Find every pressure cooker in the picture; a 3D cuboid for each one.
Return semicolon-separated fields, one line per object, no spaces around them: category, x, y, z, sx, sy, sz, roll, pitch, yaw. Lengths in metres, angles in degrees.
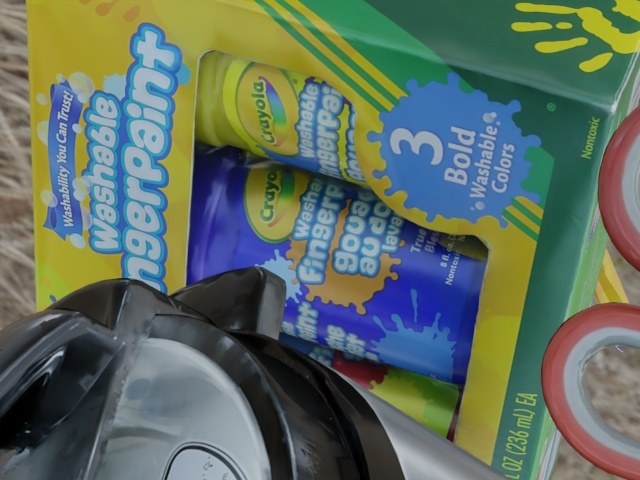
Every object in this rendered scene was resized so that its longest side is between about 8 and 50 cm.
pressure cooker;-0.045;0.243;0.822;0.420;0.370;0.375;34;101;-33

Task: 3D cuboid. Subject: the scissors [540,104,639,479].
scissors;0.204;0.019;0.445;0.297;0.021;0.109;3;84;15

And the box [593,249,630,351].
box;0.227;0.024;1.478;0.028;0.081;0.136;-25;110;7

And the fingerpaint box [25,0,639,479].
fingerpaint box;0.000;0.000;1.230;0.371;0.163;0.444;17;131;12
